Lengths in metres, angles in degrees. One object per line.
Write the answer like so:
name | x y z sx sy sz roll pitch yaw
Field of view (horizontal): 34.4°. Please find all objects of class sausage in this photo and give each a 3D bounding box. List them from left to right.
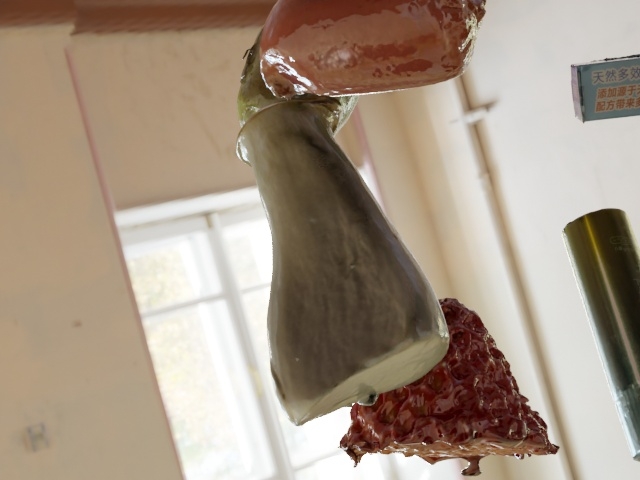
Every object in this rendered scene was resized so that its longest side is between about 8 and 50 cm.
sausage | 0.051 -0.225 1.115 0.254 0.148 0.148 -3 180 14

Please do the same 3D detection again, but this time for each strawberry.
strawberry | 0.133 0.151 1.084 0.234 0.178 0.234 1 164 0

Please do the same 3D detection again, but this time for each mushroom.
mushroom | 0.000 0.000 0.929 0.159 0.328 0.122 0 144 -32

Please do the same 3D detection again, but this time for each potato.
potato | -0.025 -0.228 1.430 0.169 0.248 0.143 24 174 -4

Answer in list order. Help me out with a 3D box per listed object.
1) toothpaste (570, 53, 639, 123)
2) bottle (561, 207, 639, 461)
toothpaste | 0.348 -0.136 0.851 0.272 0.053 0.066 -5 -168 8
bottle | 0.352 0.105 1.179 0.082 0.286 0.082 -9 156 -4
